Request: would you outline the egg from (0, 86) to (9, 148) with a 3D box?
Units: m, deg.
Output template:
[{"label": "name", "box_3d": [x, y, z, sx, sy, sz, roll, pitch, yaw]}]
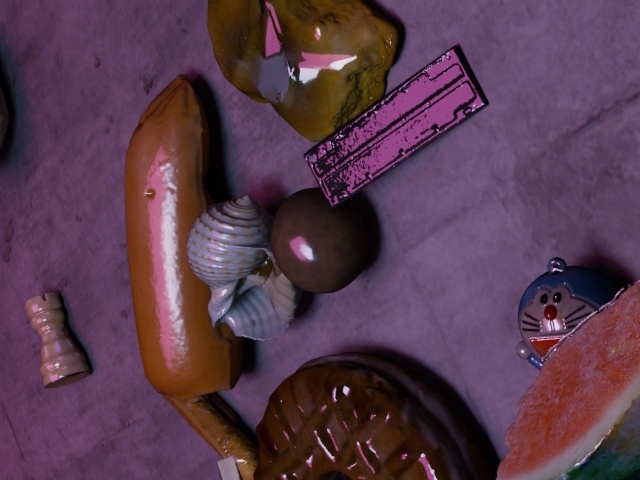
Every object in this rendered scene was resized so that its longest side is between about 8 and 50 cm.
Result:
[{"label": "egg", "box_3d": [-0.519, -0.174, 1.902, 0.203, 0.203, 0.245, -8, 93, 52]}]

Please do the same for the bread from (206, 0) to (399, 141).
[{"label": "bread", "box_3d": [-0.036, -0.192, 1.381, 0.233, 0.088, 0.161, 43, 129, 30]}]

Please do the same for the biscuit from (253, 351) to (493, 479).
[{"label": "biscuit", "box_3d": [0.056, 0.272, 1.430, 0.332, 0.103, 0.332, 22, 119, 46]}]

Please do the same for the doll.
[{"label": "doll", "box_3d": [0.212, 0.083, 1.178, 0.114, 0.085, 0.152, -8, 108, 29]}]

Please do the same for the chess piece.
[{"label": "chess piece", "box_3d": [-0.358, 0.133, 1.936, 0.066, 0.066, 0.122, -34, 71, 52]}]

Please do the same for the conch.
[{"label": "conch", "box_3d": [-0.071, 0.023, 1.497, 0.135, 0.102, 0.153, 22, 144, 27]}]

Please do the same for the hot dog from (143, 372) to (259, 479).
[{"label": "hot dog", "box_3d": [-0.134, 0.204, 1.687, 0.215, 0.047, 0.066, 40, 168, 37]}]

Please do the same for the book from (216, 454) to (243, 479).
[{"label": "book", "box_3d": [-0.032, 0.441, 1.478, 0.379, 0.031, 0.264, -113, 8, -46]}]

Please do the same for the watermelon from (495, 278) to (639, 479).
[{"label": "watermelon", "box_3d": [0.253, 0.145, 1.103, 0.231, 0.146, 0.128, -44, 26, 30]}]

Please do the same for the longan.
[{"label": "longan", "box_3d": [0.000, 0.000, 1.408, 0.119, 0.106, 0.106, 30, -141, -83]}]

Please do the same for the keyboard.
[{"label": "keyboard", "box_3d": [0.064, -0.101, 1.307, 0.198, 0.010, 0.064, -33, 79, 35]}]

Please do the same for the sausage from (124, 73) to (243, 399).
[{"label": "sausage", "box_3d": [-0.158, -0.004, 1.588, 0.134, 0.116, 0.354, -155, 58, -76]}]
